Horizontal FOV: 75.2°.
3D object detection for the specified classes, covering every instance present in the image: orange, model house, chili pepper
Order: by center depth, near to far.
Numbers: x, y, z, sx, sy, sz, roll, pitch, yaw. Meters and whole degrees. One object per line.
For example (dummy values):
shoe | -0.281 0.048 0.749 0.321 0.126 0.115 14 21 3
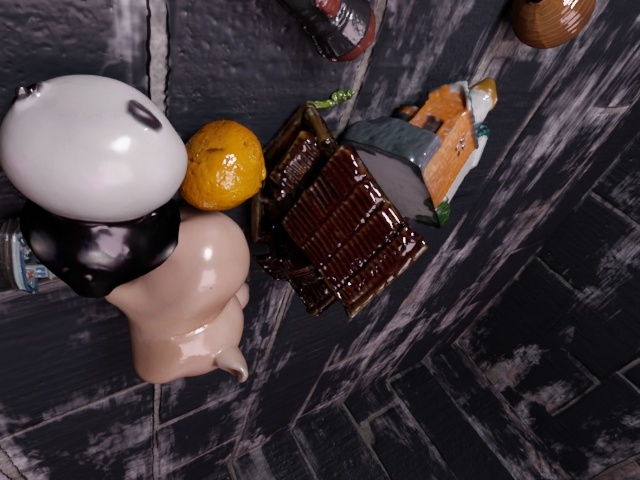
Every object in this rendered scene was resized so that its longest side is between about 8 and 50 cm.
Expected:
orange | -0.141 -0.102 0.591 0.135 0.117 0.135 -43 -167 13
chili pepper | 0.021 -0.234 0.696 0.083 0.022 0.027 -24 148 -15
model house | 0.000 0.000 0.715 0.317 0.282 0.297 -43 145 19
model house | 0.220 -0.210 0.822 0.300 0.190 0.271 -52 145 -6

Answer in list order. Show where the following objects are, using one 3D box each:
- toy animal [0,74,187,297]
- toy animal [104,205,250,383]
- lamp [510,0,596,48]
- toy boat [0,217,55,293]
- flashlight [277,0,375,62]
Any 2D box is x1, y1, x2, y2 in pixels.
toy animal | -0.254 -0.071 0.482 0.187 0.165 0.235 2 131 -18
toy animal | -0.225 0.097 0.723 0.269 0.237 0.326 30 115 -27
lamp | 0.416 -0.417 0.747 0.137 0.136 0.136 -26 147 -19
toy boat | -0.400 0.028 0.576 0.066 0.059 0.140 5 133 -26
flashlight | -0.022 -0.307 0.497 0.093 0.093 0.232 -49 146 18
